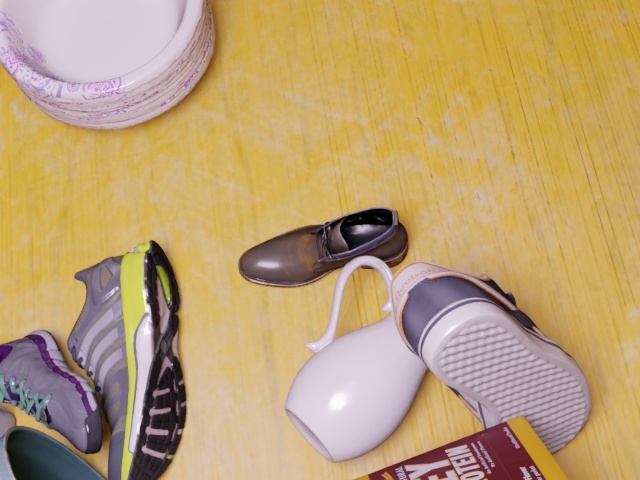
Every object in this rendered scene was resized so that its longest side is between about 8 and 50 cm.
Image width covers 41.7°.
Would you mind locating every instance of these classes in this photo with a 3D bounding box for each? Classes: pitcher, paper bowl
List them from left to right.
[{"bbox_3d":[-0.286,-0.282,1.147,0.285,0.148,0.284,-2,69,5],"label":"paper bowl"},{"bbox_3d":[0.044,0.134,0.971,0.207,0.125,0.177,-41,85,-18],"label":"pitcher"}]

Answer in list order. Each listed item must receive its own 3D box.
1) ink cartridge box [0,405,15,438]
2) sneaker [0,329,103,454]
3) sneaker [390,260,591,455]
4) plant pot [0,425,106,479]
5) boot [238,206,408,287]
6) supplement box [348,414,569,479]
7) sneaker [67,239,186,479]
[{"bbox_3d":[-0.518,0.386,0.941,0.308,0.091,0.384,-5,68,3],"label":"ink cartridge box"},{"bbox_3d":[-0.326,0.182,0.960,0.098,0.083,0.224,-9,25,-35],"label":"sneaker"},{"bbox_3d":[0.185,0.123,0.899,0.126,0.321,0.127,-40,42,4],"label":"sneaker"},{"bbox_3d":[-0.281,0.359,0.831,0.196,0.293,0.293,-43,72,-7],"label":"plant pot"},{"bbox_3d":[0.000,0.000,1.039,0.219,0.106,0.082,-11,69,0],"label":"boot"},{"bbox_3d":[0.156,0.315,0.844,0.194,0.191,0.129,-20,27,-3],"label":"supplement box"},{"bbox_3d":[-0.238,0.153,1.014,0.121,0.111,0.299,-11,65,16],"label":"sneaker"}]
